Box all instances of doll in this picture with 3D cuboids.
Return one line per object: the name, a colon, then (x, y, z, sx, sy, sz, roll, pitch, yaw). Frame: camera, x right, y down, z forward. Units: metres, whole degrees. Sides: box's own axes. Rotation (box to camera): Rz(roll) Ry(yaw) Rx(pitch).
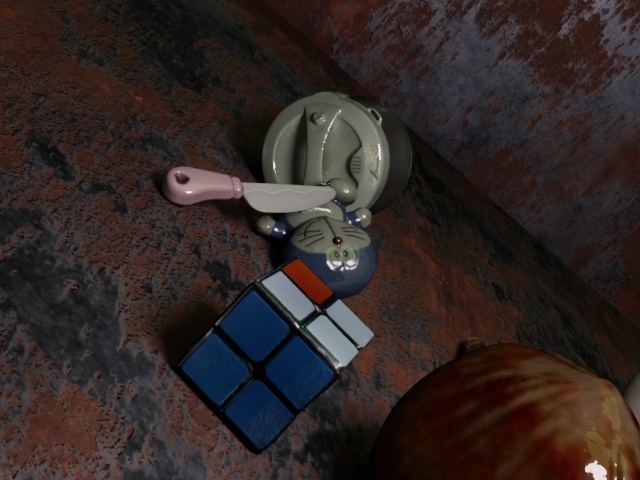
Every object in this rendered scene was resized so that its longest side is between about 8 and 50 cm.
doll: (0.000, 0.000, 1.764, 0.228, 0.154, 0.258, -3, 32, -18)

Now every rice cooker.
rice cooker: (0.034, -0.166, 1.992, 0.288, 0.288, 0.277, 47, 21, 9)

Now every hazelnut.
hazelnut: (0.268, 0.359, 1.267, 0.402, 0.402, 0.429, 35, 16, -21)

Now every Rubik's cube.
Rubik's cube: (-0.057, 0.151, 1.299, 0.167, 0.183, 0.180, 46, 22, 5)

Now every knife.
knife: (-0.114, -0.084, 1.682, 0.335, 0.043, 0.081, 3, 51, -25)

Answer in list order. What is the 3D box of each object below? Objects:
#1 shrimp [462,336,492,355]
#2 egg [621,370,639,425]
shrimp: (0.381, 0.315, 1.981, 0.233, 0.071, 0.365, 47, 14, -5)
egg: (0.831, 0.481, 2.116, 0.354, 0.354, 0.340, 41, 37, -7)
